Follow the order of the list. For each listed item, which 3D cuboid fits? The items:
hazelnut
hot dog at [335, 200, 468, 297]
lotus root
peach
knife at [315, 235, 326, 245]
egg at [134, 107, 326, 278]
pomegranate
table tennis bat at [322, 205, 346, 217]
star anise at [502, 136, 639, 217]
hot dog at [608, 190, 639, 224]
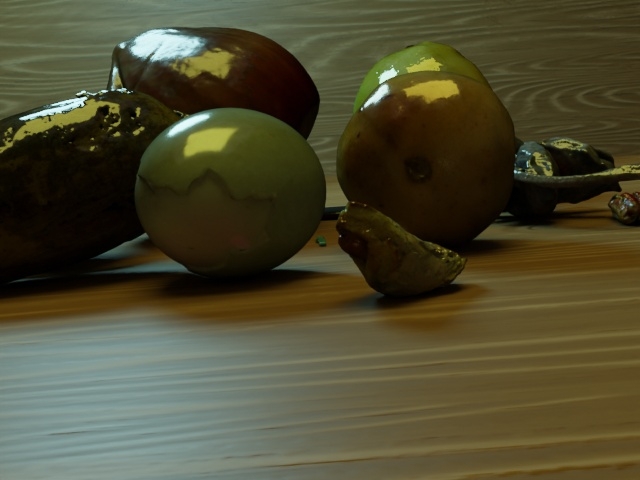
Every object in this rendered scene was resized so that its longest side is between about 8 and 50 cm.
[{"bbox_3d":[-0.188,-0.182,1.462,0.359,0.359,0.409,-3,13,9],"label":"hazelnut"},{"bbox_3d":[0.065,0.019,0.782,0.169,0.061,0.078,25,-7,-42],"label":"hot dog"},{"bbox_3d":[-0.306,-0.058,1.011,0.398,0.179,0.196,-24,4,-23],"label":"lotus root"},{"bbox_3d":[0.208,-0.216,1.714,0.282,0.315,0.314,-19,12,11],"label":"peach"},{"bbox_3d":[0.000,0.000,1.223,0.014,0.005,0.091,-2,6,-1],"label":"knife"},{"bbox_3d":[-0.101,-0.051,0.931,0.183,0.183,0.217,1,-3,37],"label":"egg"},{"bbox_3d":[0.126,-0.095,1.080,0.233,0.233,0.233,-4,7,0],"label":"pomegranate"},{"bbox_3d":[0.057,-0.053,1.595,0.274,0.021,0.154,-2,7,35],"label":"table tennis bat"},{"bbox_3d":[0.334,-0.107,1.352,0.360,0.139,0.316,-7,10,30],"label":"star anise"},{"bbox_3d":[0.431,-0.046,1.228,0.062,0.038,0.144,-2,7,15],"label":"hot dog"}]
